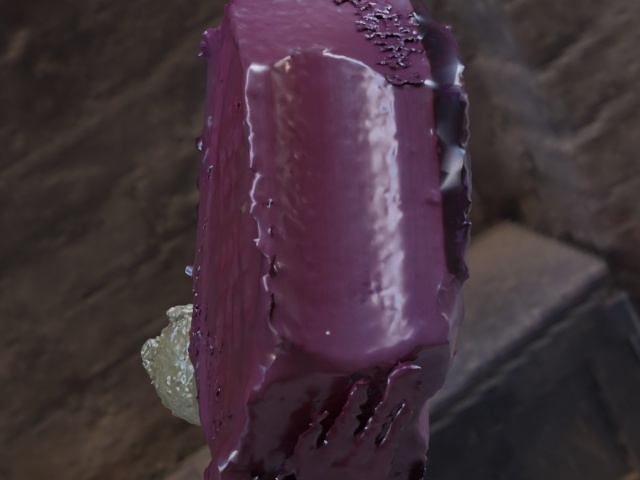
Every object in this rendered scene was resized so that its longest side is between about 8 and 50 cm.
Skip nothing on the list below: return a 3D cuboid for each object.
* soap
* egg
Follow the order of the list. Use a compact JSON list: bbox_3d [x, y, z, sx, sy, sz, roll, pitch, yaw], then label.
[{"bbox_3d":[0.000,0.000,0.964,0.112,0.289,0.182,4,-24,-11],"label":"soap"},{"bbox_3d":[-0.085,0.107,1.727,0.140,0.118,0.116,-21,-12,8],"label":"egg"}]
